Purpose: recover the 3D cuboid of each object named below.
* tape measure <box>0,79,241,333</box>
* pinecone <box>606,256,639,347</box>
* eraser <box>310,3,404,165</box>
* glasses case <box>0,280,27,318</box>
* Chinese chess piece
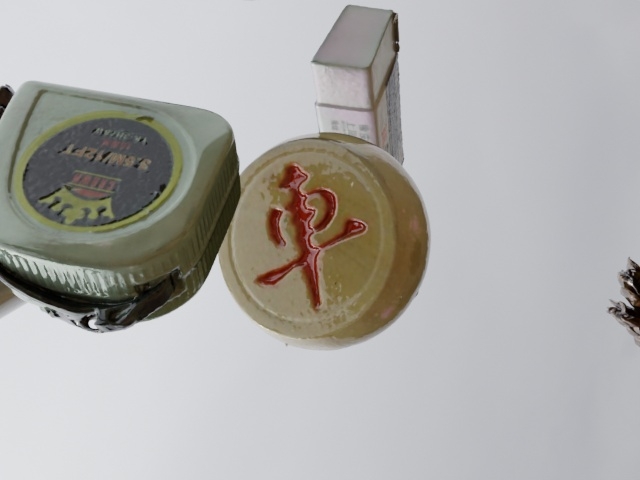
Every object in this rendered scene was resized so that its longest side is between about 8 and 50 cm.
[{"bbox_3d":[-0.199,-0.027,0.668,0.115,0.235,0.207,88,-165,-54],"label":"tape measure"},{"bbox_3d":[0.427,0.064,0.931,0.174,0.174,0.173,-14,-72,-51],"label":"pinecone"},{"bbox_3d":[0.057,-0.167,1.088,0.287,0.086,0.130,80,-151,-51],"label":"eraser"},{"bbox_3d":[-0.353,0.045,0.921,0.059,0.092,0.233,50,-133,0],"label":"glasses case"},{"bbox_3d":[0.000,0.000,0.909,0.097,0.251,0.250,10,-91,-63],"label":"Chinese chess piece"}]
